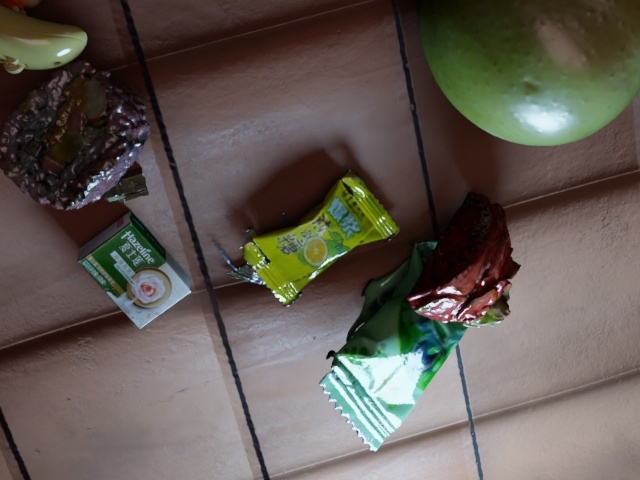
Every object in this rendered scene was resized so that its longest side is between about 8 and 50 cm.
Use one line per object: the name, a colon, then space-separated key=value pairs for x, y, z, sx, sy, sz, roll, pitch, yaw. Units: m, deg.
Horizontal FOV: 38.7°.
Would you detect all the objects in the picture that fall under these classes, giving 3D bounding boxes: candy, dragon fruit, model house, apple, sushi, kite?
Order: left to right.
sushi: x=-0.446 y=-0.196 z=1.665 sx=0.236 sy=0.171 sz=0.270 roll=45 pitch=99 yaw=5
model house: x=-0.384 y=-0.109 z=1.778 sx=0.083 sy=0.057 sz=0.058 roll=-17 pitch=74 yaw=-2
kite: x=-0.113 y=0.036 z=1.914 sx=0.183 sy=0.010 sz=0.160 roll=-31 pitch=117 yaw=-1
candy: x=0.000 y=0.000 z=1.882 sx=0.297 sy=0.081 sz=0.187 roll=-37 pitch=117 yaw=2
candy: x=0.171 y=0.225 z=1.925 sx=0.263 sy=0.172 sz=0.398 roll=48 pitch=68 yaw=-24
dragon fruit: x=0.343 y=0.064 z=1.855 sx=0.205 sy=0.152 sz=0.317 roll=50 pitch=56 yaw=-27
apple: x=0.392 y=-0.402 z=1.617 sx=0.474 sy=0.473 sz=0.473 roll=-4 pitch=112 yaw=-10

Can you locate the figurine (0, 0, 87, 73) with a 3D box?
figurine: x=-0.550 y=-0.410 z=1.567 sx=0.325 sy=0.124 sz=0.222 roll=22 pitch=74 yaw=-1

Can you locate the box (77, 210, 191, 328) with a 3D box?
box: x=-0.373 y=0.060 z=1.835 sx=0.135 sy=0.081 sz=0.199 roll=-36 pitch=115 yaw=4
